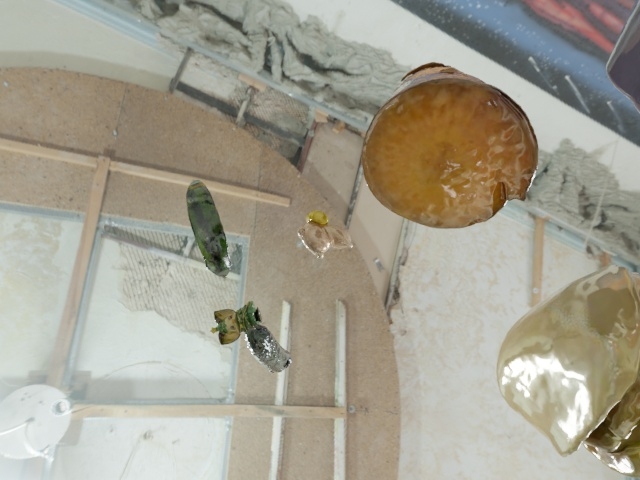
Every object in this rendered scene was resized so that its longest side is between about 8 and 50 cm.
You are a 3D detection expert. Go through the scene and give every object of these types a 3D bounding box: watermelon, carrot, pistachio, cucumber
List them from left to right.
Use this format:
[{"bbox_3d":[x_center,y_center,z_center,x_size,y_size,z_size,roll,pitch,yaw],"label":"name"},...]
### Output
[{"bbox_3d":[-0.257,-0.029,0.911,0.063,0.119,0.245,-19,-93,-16],"label":"watermelon"},{"bbox_3d":[-0.111,0.234,0.852,0.067,0.245,0.067,-3,-116,6],"label":"cucumber"},{"bbox_3d":[0.168,-0.157,0.549,0.196,0.196,0.254,32,-142,-10],"label":"carrot"},{"bbox_3d":[0.359,0.163,0.513,0.229,0.321,0.238,8,-118,10],"label":"pistachio"}]

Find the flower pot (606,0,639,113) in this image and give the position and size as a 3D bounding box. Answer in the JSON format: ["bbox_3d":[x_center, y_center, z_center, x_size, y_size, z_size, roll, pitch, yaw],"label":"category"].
[{"bbox_3d":[0.393,-0.200,0.311,0.265,0.243,0.265,7,-129,-9],"label":"flower pot"}]

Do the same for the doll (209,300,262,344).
[{"bbox_3d":[-0.181,0.183,0.893,0.113,0.077,0.078,-23,-111,11],"label":"doll"}]

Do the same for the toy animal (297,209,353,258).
[{"bbox_3d":[0.000,0.000,0.826,0.114,0.091,0.082,35,-117,-14],"label":"toy animal"}]
